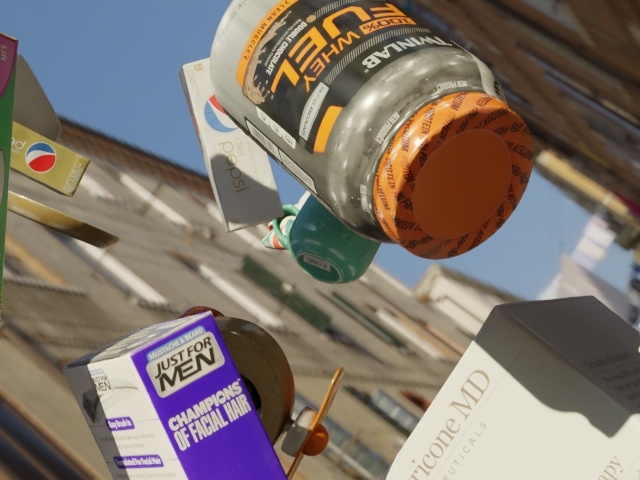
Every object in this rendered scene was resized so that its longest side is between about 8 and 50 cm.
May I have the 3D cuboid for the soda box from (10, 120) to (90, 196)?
[{"bbox_3d":[-0.404,-0.123,1.732,0.181,0.061,0.058,29,-97,-24],"label":"soda box"}]

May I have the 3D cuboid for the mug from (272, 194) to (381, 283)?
[{"bbox_3d":[0.008,0.005,1.908,0.129,0.158,0.097,43,-121,-27],"label":"mug"}]

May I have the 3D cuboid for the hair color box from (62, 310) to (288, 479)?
[{"bbox_3d":[-0.118,0.250,1.304,0.110,0.338,0.185,-29,7,-32],"label":"hair color box"}]

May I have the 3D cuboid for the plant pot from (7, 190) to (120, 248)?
[{"bbox_3d":[-0.460,-0.036,2.236,0.032,0.236,0.236,-68,-23,-5],"label":"plant pot"}]

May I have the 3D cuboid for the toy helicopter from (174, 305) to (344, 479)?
[{"bbox_3d":[-0.082,0.256,1.577,0.140,0.235,0.355,-49,-43,-58],"label":"toy helicopter"}]

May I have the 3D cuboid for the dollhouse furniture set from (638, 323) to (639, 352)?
[{"bbox_3d":[0.267,0.029,0.961,0.081,0.091,0.114,-6,-89,-56],"label":"dollhouse furniture set"}]

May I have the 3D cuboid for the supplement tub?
[{"bbox_3d":[0.047,-0.133,1.307,0.207,0.338,0.207,-19,-51,-25],"label":"supplement tub"}]

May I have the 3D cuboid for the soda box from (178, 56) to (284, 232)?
[{"bbox_3d":[-0.112,-0.122,1.625,0.074,0.216,0.069,-17,0,-10],"label":"soda box"}]

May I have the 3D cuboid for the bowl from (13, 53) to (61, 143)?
[{"bbox_3d":[-0.436,-0.179,1.845,0.142,0.053,0.142,-79,-33,-59],"label":"bowl"}]

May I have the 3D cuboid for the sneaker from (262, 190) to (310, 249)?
[{"bbox_3d":[-0.047,-0.036,2.150,0.161,0.075,0.057,-62,-42,-52],"label":"sneaker"}]

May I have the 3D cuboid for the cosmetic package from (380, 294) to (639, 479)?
[{"bbox_3d":[0.344,0.315,1.623,0.327,0.394,0.329,-1,-54,-58],"label":"cosmetic package"}]

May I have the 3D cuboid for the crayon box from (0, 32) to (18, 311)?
[{"bbox_3d":[-0.460,-0.022,1.271,0.106,0.313,0.362,17,-108,-63],"label":"crayon box"}]
